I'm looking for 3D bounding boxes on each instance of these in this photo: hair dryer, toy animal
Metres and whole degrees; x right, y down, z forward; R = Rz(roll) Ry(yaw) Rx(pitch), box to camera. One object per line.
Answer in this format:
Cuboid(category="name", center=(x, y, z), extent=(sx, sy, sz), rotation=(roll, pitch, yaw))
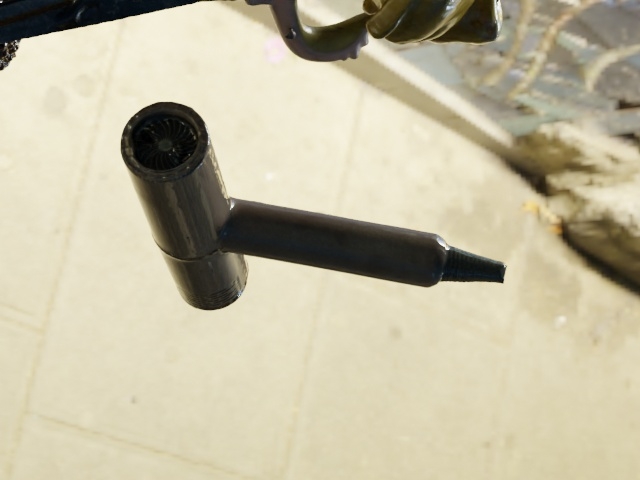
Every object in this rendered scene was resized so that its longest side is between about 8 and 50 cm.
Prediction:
Cuboid(category="hair dryer", center=(0.002, -0.005, 0.877), extent=(0.195, 0.220, 0.053), rotation=(77, 22, -65))
Cuboid(category="toy animal", center=(0.074, -0.143, 0.822), extent=(0.070, 0.083, 0.159), rotation=(58, 18, 18))

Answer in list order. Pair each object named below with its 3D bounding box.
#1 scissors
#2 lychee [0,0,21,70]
Cuboid(category="scissors", center=(-0.046, -0.162, 0.863), extent=(0.318, 0.024, 0.160), rotation=(-18, 126, -19))
Cuboid(category="lychee", center=(-0.282, -0.167, 1.069), extent=(0.123, 0.129, 0.123), rotation=(-32, 134, -39))
